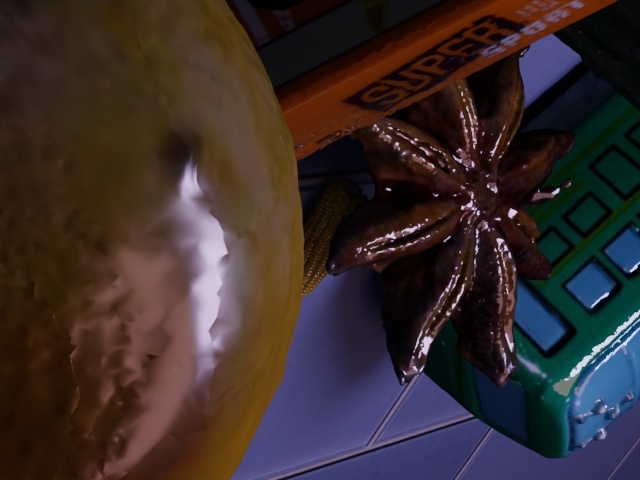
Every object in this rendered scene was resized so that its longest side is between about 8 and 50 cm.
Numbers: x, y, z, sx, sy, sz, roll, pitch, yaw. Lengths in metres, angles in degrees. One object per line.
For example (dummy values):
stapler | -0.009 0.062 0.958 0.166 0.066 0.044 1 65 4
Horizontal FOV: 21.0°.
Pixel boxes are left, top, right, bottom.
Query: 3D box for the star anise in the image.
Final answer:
star anise | 0.071 -0.033 1.118 0.272 0.102 0.272 -6 98 -49

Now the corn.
corn | 0.000 0.000 1.150 0.092 0.037 0.037 -53 154 21

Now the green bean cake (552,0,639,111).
green bean cake | 0.252 -0.253 1.003 0.308 0.169 0.300 -43 157 -7

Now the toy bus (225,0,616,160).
toy bus | 0.083 -0.144 0.820 0.409 0.092 0.093 -26 162 22

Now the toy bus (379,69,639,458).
toy bus | 0.223 -0.003 1.304 0.343 0.199 0.183 -42 154 -11

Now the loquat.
loquat | -0.141 0.001 0.693 0.276 0.276 0.284 -21 121 -42
